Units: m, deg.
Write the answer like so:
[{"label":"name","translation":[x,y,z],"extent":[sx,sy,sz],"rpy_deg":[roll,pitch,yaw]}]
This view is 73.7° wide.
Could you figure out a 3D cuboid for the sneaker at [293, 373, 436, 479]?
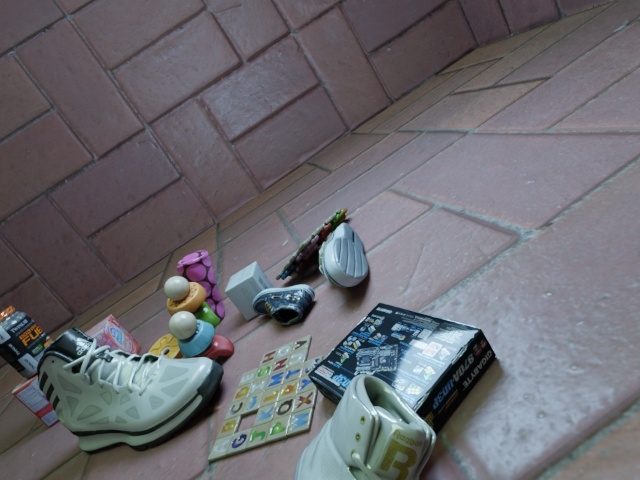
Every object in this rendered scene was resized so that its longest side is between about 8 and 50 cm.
[{"label":"sneaker","translation":[0.037,0.242,0.373],"extent":[0.169,0.108,0.292],"rpy_deg":[-63,12,16]}]

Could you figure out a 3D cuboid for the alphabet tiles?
[{"label":"alphabet tiles","translation":[-0.083,0.265,0.764],"extent":[0.198,0.009,0.237],"rpy_deg":[-27,20,20]}]

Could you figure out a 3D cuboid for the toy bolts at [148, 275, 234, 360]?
[{"label":"toy bolts","translation":[-0.334,0.209,0.996],"extent":[0.218,0.158,0.228],"rpy_deg":[-41,38,-17]}]

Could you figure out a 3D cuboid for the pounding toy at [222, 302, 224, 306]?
[{"label":"pounding toy","translation":[-0.375,0.199,1.304],"extent":[0.141,0.100,0.130],"rpy_deg":[-27,17,-14]}]

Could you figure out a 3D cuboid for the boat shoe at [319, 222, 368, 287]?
[{"label":"boat shoe","translation":[0.044,0.047,0.988],"extent":[0.094,0.109,0.302],"rpy_deg":[-44,6,16]}]

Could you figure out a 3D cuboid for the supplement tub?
[{"label":"supplement tub","translation":[-0.858,0.287,1.220],"extent":[0.117,0.190,0.117],"rpy_deg":[-29,19,11]}]

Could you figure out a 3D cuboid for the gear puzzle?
[{"label":"gear puzzle","translation":[0.000,0.000,1.204],"extent":[0.175,0.044,0.339],"rpy_deg":[-51,-3,36]}]

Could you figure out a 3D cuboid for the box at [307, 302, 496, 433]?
[{"label":"box","translation":[0.103,0.178,0.606],"extent":[0.175,0.051,0.220],"rpy_deg":[-41,20,-22]}]

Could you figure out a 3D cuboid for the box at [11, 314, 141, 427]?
[{"label":"box","translation":[-0.723,0.386,1.290],"extent":[0.300,0.154,0.142],"rpy_deg":[-36,19,-5]}]

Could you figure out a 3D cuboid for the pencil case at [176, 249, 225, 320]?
[{"label":"pencil case","translation":[-0.332,0.136,1.180],"extent":[0.098,0.209,0.095],"rpy_deg":[-18,17,-21]}]

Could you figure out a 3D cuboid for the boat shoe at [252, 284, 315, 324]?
[{"label":"boat shoe","translation":[-0.103,0.154,0.982],"extent":[0.183,0.065,0.083],"rpy_deg":[-19,22,34]}]

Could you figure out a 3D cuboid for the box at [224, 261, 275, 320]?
[{"label":"box","translation":[-0.179,0.130,1.111],"extent":[0.087,0.101,0.102],"rpy_deg":[-31,17,7]}]

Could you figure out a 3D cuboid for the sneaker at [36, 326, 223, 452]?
[{"label":"sneaker","translation":[-0.431,0.288,0.887],"extent":[0.447,0.257,0.169],"rpy_deg":[-25,20,24]}]
